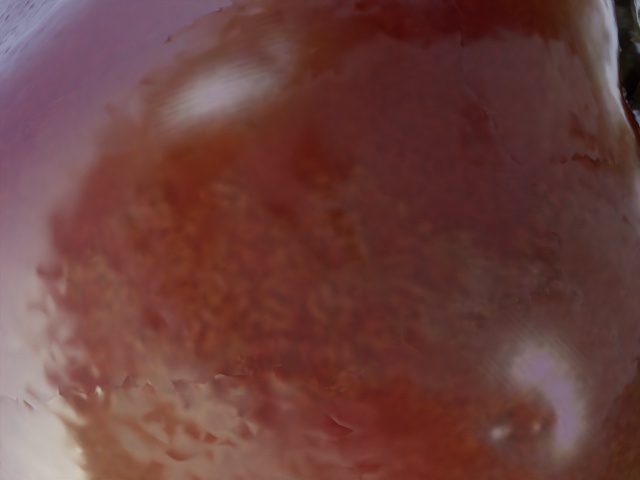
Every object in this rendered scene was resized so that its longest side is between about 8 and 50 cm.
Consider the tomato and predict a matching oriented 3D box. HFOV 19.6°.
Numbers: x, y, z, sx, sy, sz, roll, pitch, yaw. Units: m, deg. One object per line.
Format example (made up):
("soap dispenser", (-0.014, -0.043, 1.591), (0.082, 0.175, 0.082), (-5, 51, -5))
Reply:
("tomato", (0.000, 0.000, 0.645), (0.293, 0.290, 0.325), (56, -158, -29))
